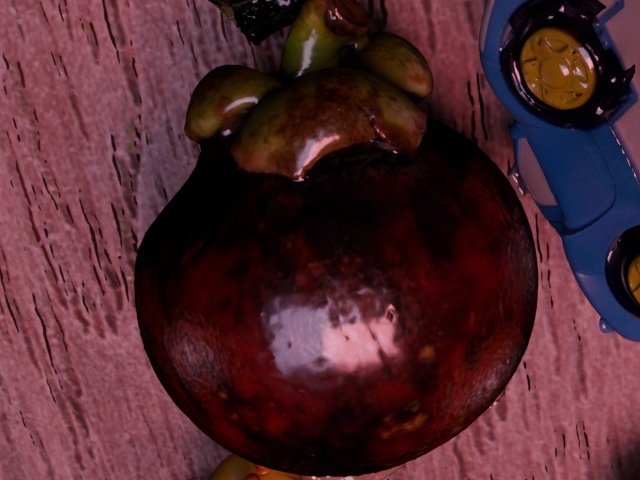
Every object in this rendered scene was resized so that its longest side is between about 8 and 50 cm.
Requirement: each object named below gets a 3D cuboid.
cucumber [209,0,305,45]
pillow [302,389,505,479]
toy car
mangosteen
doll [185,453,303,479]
[{"bbox_3d":[0.026,-0.210,0.761,0.245,0.067,0.067,-19,109,21],"label":"cucumber"},{"bbox_3d":[0.042,0.155,0.939,0.232,0.043,0.126,-40,96,27],"label":"pillow"},{"bbox_3d":[0.208,-0.084,0.729,0.166,0.198,0.314,-13,112,51],"label":"toy car"},{"bbox_3d":[0.009,0.014,0.746,0.311,0.311,0.311,4,115,10],"label":"mangosteen"},{"bbox_3d":[-0.074,0.242,0.934,0.135,0.143,0.221,23,142,2],"label":"doll"}]
